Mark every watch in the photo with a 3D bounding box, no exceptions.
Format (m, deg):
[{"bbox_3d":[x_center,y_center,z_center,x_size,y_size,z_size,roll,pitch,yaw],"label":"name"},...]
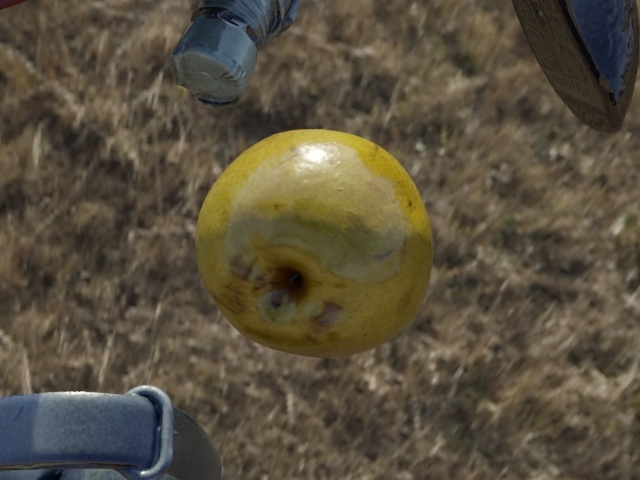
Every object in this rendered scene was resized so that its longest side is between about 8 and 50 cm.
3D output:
[{"bbox_3d":[-0.176,0.156,1.187,0.206,0.193,0.068,-16,63,30],"label":"watch"}]

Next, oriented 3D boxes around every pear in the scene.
[{"bbox_3d":[0.000,0.000,1.480,0.209,0.209,0.208,6,60,-10],"label":"pear"}]

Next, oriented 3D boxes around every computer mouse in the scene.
[{"bbox_3d":[0.232,-0.226,1.559,0.088,0.147,0.264,-35,118,-9],"label":"computer mouse"}]

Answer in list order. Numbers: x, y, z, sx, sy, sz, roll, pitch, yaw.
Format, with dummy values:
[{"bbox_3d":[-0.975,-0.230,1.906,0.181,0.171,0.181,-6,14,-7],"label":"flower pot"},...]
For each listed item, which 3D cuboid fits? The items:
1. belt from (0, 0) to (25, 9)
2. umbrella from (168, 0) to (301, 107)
[{"bbox_3d":[-0.169,-0.140,0.559,0.324,0.115,0.227,-24,27,-23],"label":"belt"},{"bbox_3d":[-0.014,-0.134,0.681,0.050,0.046,0.188,20,63,11],"label":"umbrella"}]
